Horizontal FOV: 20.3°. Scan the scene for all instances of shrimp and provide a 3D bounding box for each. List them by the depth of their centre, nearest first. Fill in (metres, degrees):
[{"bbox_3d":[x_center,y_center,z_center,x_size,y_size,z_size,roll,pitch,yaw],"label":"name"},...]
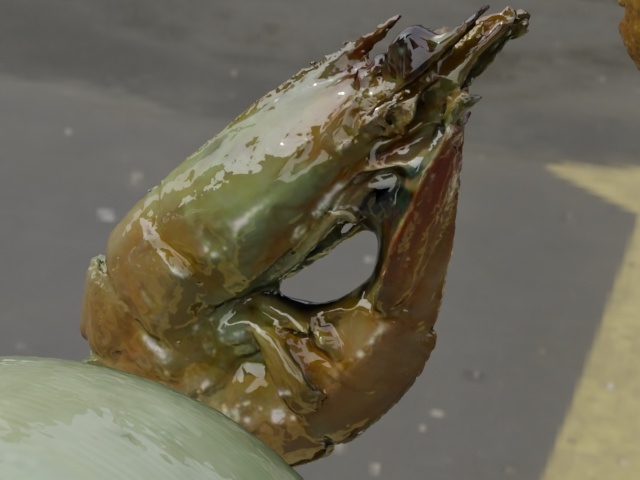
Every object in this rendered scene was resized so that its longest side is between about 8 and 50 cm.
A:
[{"bbox_3d":[0.000,0.000,0.775,0.145,0.267,0.061,44,19,5],"label":"shrimp"}]

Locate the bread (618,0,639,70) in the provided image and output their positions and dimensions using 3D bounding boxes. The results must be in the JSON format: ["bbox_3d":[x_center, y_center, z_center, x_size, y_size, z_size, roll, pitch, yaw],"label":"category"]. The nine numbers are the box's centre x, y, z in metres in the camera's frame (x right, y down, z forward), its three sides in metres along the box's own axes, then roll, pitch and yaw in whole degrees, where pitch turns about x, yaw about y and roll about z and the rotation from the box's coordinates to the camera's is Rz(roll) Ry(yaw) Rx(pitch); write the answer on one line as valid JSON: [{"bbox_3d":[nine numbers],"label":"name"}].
[{"bbox_3d":[0.301,-0.159,1.038,0.253,0.227,0.142,-23,13,19],"label":"bread"}]

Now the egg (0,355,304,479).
[{"bbox_3d":[-0.090,0.143,0.447,0.218,0.218,0.295,10,10,11],"label":"egg"}]
